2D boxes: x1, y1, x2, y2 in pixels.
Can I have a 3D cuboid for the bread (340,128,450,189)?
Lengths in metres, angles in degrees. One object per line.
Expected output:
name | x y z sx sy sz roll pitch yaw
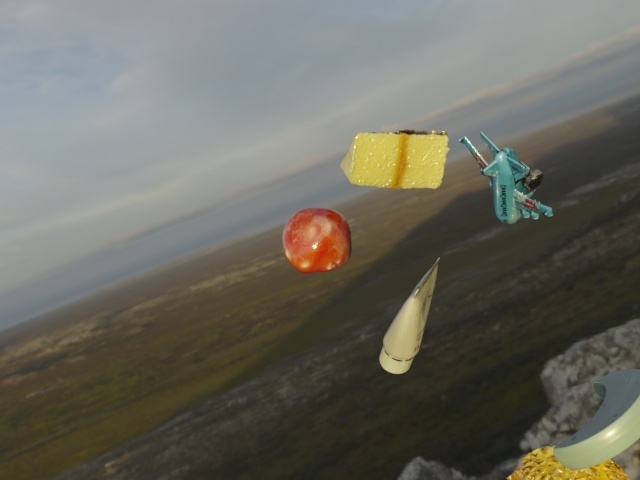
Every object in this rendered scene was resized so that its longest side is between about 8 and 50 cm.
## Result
bread | 0.191 -0.199 1.852 0.266 0.141 0.178 2 -14 -14

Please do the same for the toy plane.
toy plane | 0.384 -0.113 1.445 0.105 0.254 0.271 -43 -33 3

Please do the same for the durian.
durian | 0.634 0.587 1.779 0.305 0.195 0.185 13 34 15

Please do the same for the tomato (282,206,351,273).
tomato | 0.000 0.000 1.752 0.187 0.151 0.187 17 22 -7

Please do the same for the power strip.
power strip | 0.524 0.300 1.261 0.253 0.054 0.167 -36 -2 -39

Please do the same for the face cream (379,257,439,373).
face cream | 0.208 0.186 1.665 0.089 0.314 0.143 26 42 18
